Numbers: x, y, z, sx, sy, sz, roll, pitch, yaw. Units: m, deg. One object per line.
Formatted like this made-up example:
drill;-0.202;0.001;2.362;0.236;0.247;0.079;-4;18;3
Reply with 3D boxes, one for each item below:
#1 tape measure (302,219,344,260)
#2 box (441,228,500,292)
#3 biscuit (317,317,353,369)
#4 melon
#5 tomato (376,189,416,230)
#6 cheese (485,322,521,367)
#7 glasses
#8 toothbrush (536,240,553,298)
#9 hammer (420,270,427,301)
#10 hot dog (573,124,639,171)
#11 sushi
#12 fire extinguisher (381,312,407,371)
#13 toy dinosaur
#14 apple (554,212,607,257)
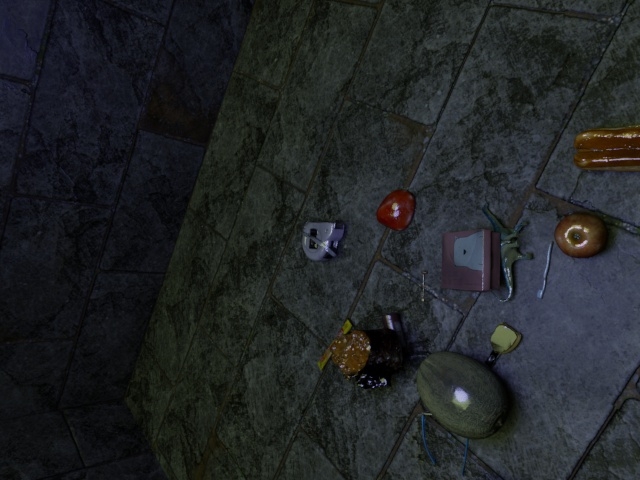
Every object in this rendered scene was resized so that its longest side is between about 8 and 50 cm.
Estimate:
tape measure;0.000;0.000;2.186;0.236;0.120;0.197;5;91;48
box;0.529;0.074;1.656;0.215;0.086;0.215;172;102;-65
biscuit;0.066;0.473;2.131;0.291;0.026;0.048;-59;32;21
melon;0.476;0.514;1.592;0.329;0.249;0.248;35;109;43
tomato;0.300;-0.133;1.941;0.166;0.082;0.174;32;109;41
cheese;0.618;0.368;1.617;0.086;0.036;0.162;38;111;36
glasses;0.467;0.726;1.720;0.190;0.088;0.220;0;105;42
toothbrush;0.743;0.097;1.546;0.019;0.013;0.193;16;97;52
hammer;0.407;0.181;1.854;0.029;0.014;0.122;-1;87;52
hot dog;0.923;-0.267;1.364;0.337;0.100;0.135;6;98;44
sushi;0.181;0.462;1.842;0.348;0.208;0.234;130;137;-63
fire extinguisher;0.302;0.406;1.869;0.071;0.099;0.231;-12;72;3
toy dinosaur;0.642;0.024;1.612;0.147;0.077;0.362;-28;63;56
apple;0.794;-0.016;1.431;0.146;0.131;0.146;-1;89;39
